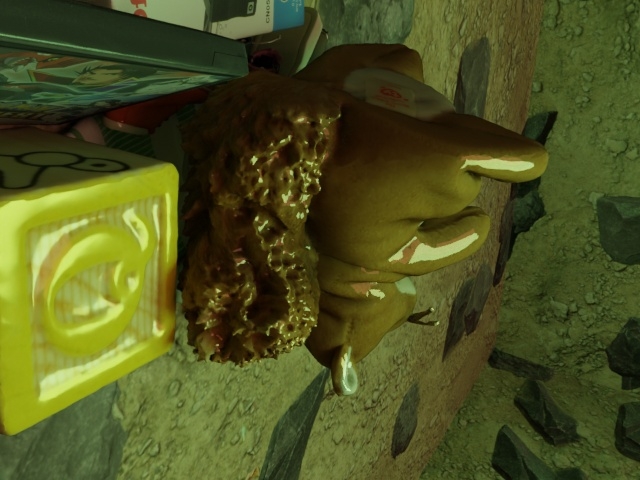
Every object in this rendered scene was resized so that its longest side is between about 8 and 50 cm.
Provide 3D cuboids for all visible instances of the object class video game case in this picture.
[{"bbox_3d":[-0.235,-0.126,0.490,0.275,0.248,0.035,-13,96,-59],"label":"video game case"}]

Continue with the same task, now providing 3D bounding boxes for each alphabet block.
[{"bbox_3d":[-0.261,0.017,0.569,0.192,0.197,0.193,-27,127,-54],"label":"alphabet block"}]

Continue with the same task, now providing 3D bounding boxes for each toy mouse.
[{"bbox_3d":[-0.096,-0.223,0.790,0.143,0.161,0.031,-38,152,-46],"label":"toy mouse"}]

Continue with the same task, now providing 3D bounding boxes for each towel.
[{"bbox_3d":[-0.177,-0.101,0.833,0.325,0.038,0.248,-46,141,-41],"label":"towel"}]

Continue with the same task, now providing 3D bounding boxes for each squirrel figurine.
[{"bbox_3d":[0.000,0.000,0.747,0.397,0.281,0.370,-12,133,-35],"label":"squirrel figurine"}]

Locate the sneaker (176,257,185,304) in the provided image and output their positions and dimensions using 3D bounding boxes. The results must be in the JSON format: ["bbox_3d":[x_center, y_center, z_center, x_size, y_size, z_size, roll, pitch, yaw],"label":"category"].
[{"bbox_3d":[-0.144,0.051,0.934,0.121,0.099,0.262,-36,165,2],"label":"sneaker"}]

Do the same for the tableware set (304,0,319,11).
[{"bbox_3d":[-0.027,-0.426,0.934,0.128,0.039,0.194,-43,147,-63],"label":"tableware set"}]

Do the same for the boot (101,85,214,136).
[{"bbox_3d":[-0.181,-0.157,0.721,0.158,0.059,0.084,-17,132,-63],"label":"boot"}]

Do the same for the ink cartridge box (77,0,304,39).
[{"bbox_3d":[-0.149,-0.322,0.665,0.307,0.129,0.223,-35,134,-50],"label":"ink cartridge box"}]

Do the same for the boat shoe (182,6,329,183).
[{"bbox_3d":[-0.070,-0.168,0.848,0.324,0.116,0.097,-67,148,-30],"label":"boat shoe"}]
